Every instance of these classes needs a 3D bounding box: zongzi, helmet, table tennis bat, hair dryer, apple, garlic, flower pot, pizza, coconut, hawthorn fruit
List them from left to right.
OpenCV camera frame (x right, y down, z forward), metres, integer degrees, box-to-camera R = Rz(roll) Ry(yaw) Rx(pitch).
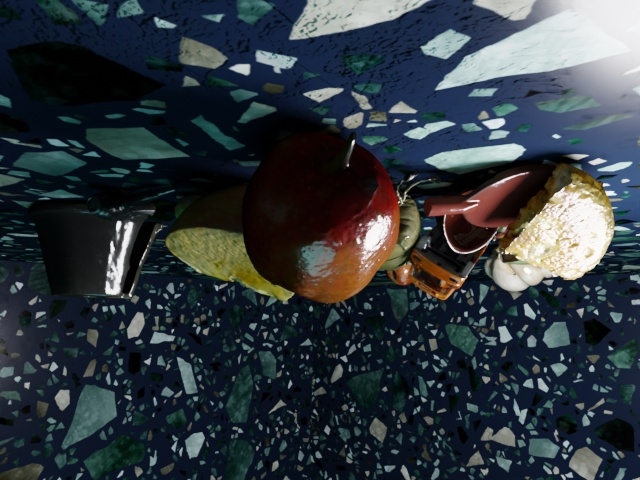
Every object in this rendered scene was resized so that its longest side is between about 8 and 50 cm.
[{"bbox_3d":[-0.664,0.043,1.508,0.380,0.250,0.379,2,172,0],"label":"flower pot"},{"bbox_3d":[-0.421,-0.098,1.245,0.219,0.075,0.196,-12,176,25],"label":"hair dryer"},{"bbox_3d":[-0.324,-0.075,1.293,0.082,0.081,0.083,-33,160,-12],"label":"coconut"},{"bbox_3d":[-0.162,-0.008,1.151,0.309,0.252,0.314,27,-166,-9],"label":"apple"},{"bbox_3d":[0.011,-0.062,0.872,0.285,0.284,0.368,2,148,-9],"label":"hawthorn fruit"},{"bbox_3d":[0.066,-0.032,1.252,0.419,0.181,0.447,0,168,8],"label":"zongzi"},{"bbox_3d":[0.354,0.120,2.208,0.131,0.146,0.146,-21,180,-25],"label":"apple"},{"bbox_3d":[0.322,-0.065,1.191,0.175,0.155,0.106,43,-177,-38],"label":"helmet"},{"bbox_3d":[0.370,-0.083,1.075,0.311,0.038,0.200,-6,148,-8],"label":"table tennis bat"},{"bbox_3d":[0.737,0.093,1.917,0.203,0.184,0.281,30,158,-29],"label":"garlic"},{"bbox_3d":[0.488,-0.028,1.082,0.226,0.086,0.335,-13,137,23],"label":"pizza"}]

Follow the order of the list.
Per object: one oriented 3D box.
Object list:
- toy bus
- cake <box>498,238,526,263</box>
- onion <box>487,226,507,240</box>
[{"bbox_3d":[0.324,0.041,1.312,0.143,0.153,0.329,33,-148,15],"label":"toy bus"},{"bbox_3d":[0.608,-0.033,1.278,0.172,0.157,0.284,6,166,-31],"label":"cake"},{"bbox_3d":[0.437,-0.057,1.262,0.119,0.118,0.117,7,172,-33],"label":"onion"}]
